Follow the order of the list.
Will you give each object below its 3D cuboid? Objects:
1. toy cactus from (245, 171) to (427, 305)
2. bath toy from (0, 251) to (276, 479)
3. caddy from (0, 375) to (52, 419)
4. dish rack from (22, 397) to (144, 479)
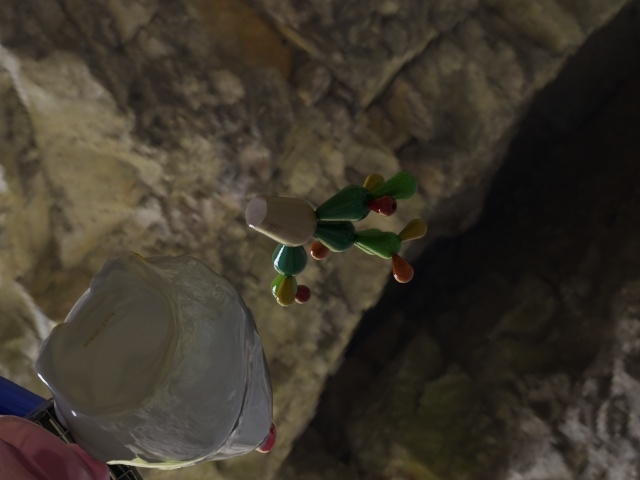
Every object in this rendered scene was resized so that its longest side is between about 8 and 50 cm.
[{"bbox_3d":[0.000,0.000,1.223,0.219,0.180,0.112,-31,57,38],"label":"toy cactus"},{"bbox_3d":[-0.154,0.147,0.553,0.348,0.129,0.151,-44,51,4],"label":"bath toy"},{"bbox_3d":[-0.495,0.320,1.566,0.341,0.179,0.241,-61,12,18],"label":"caddy"},{"bbox_3d":[-0.321,0.304,1.272,0.271,0.208,0.074,-36,9,0],"label":"dish rack"}]
